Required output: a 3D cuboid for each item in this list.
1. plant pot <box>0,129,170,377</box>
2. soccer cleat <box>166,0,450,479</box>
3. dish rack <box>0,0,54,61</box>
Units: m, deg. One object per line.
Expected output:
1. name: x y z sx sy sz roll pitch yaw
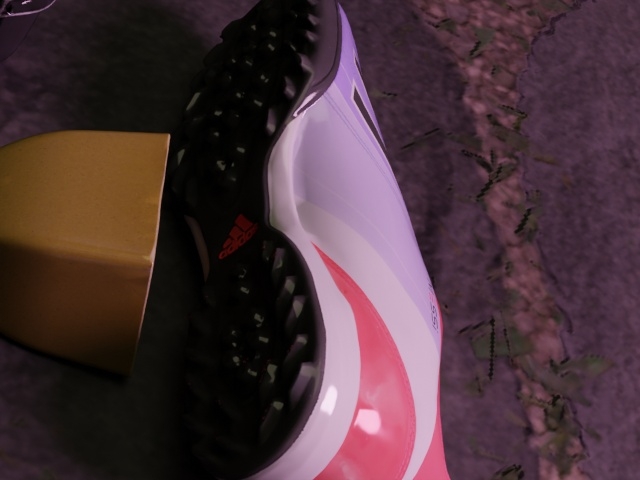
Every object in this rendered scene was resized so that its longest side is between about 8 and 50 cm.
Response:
1. plant pot: -0.116 0.001 0.710 0.083 0.081 0.081 8 47 -8
2. soccer cleat: 0.000 0.000 0.775 0.116 0.109 0.318 34 34 -33
3. dish rack: -0.280 -0.155 0.757 0.272 0.074 0.208 -13 58 -38
